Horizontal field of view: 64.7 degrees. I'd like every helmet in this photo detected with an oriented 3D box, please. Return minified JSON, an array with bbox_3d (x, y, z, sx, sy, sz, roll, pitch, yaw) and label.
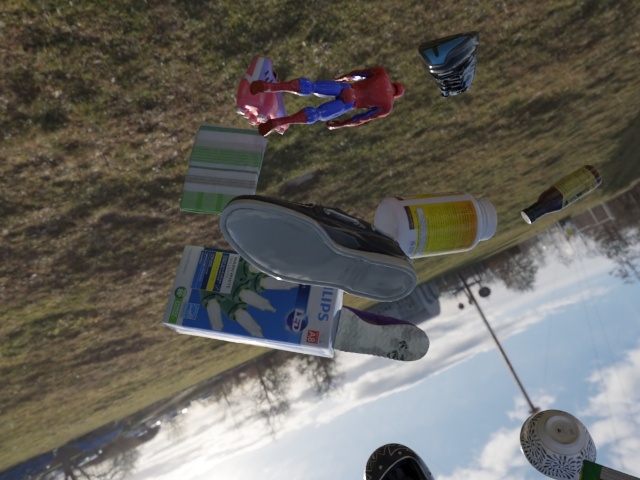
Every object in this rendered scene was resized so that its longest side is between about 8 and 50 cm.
[{"bbox_3d":[0.187,0.581,1.238,0.169,0.161,0.169,-44,164,-17],"label":"helmet"}]

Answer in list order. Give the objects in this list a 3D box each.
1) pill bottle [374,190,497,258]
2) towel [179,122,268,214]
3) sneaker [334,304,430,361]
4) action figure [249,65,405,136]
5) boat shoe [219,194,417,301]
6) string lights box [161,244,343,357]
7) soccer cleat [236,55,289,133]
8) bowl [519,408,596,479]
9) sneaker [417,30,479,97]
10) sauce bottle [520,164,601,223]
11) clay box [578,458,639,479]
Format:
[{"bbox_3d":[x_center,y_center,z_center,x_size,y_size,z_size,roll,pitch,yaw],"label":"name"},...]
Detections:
[{"bbox_3d":[0.218,-0.031,0.950,0.214,0.117,0.117,-6,166,-19],"label":"pill bottle"},{"bbox_3d":[-0.148,-0.109,0.782,0.113,0.152,0.023,7,160,4],"label":"towel"},{"bbox_3d":[0.123,0.225,1.229,0.293,0.102,0.146,13,179,19],"label":"sneaker"},{"bbox_3d":[0.008,-0.225,0.816,0.280,0.092,0.139,-16,-168,-30],"label":"action figure"},{"bbox_3d":[0.000,0.000,0.491,0.206,0.065,0.075,21,126,-22],"label":"boat shoe"},{"bbox_3d":[-0.098,0.094,0.795,0.259,0.134,0.077,6,157,11],"label":"string lights box"},{"bbox_3d":[-0.092,-0.249,0.891,0.248,0.083,0.095,-59,167,-83],"label":"soccer cleat"},{"bbox_3d":[0.558,0.459,1.177,0.170,0.170,0.080,-26,135,-12],"label":"bowl"},{"bbox_3d":[0.314,-0.404,1.171,0.124,0.140,0.341,-1,-160,26],"label":"sneaker"},{"bbox_3d":[0.384,-0.071,0.810,0.128,0.042,0.042,-34,172,6],"label":"sauce bottle"},{"bbox_3d":[0.439,0.384,0.712,0.127,0.222,0.053,10,-119,34],"label":"clay box"}]
